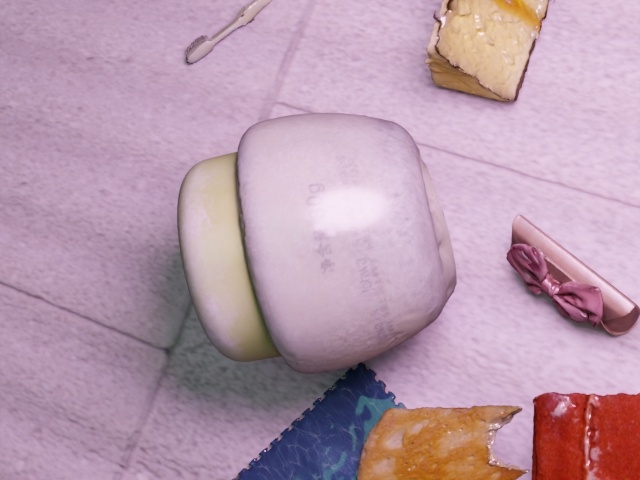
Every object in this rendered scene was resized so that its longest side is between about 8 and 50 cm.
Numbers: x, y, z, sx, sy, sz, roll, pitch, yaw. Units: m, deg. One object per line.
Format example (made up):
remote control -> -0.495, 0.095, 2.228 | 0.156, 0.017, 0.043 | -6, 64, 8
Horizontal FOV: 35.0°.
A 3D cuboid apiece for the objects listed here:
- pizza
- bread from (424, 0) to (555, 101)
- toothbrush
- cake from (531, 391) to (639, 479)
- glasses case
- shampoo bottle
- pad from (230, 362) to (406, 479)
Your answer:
pizza -> 0.148, 0.274, 1.259 | 0.262, 0.034, 0.181 | -34, 57, 25
bread -> 0.226, -0.330, 1.382 | 0.178, 0.142, 0.266 | 23, 81, -19
toothbrush -> -0.090, -0.364, 1.543 | 0.294, 0.026, 0.028 | -35, 53, 8
cake -> 0.368, 0.247, 1.130 | 0.283, 0.177, 0.150 | -12, 71, 46
glasses case -> 0.302, 0.051, 1.268 | 0.193, 0.102, 0.070 | 41, 98, 22
shampoo bottle -> 0.000, 0.000, 1.262 | 0.317, 0.322, 0.322 | -13, 73, 9
pad -> 0.043, 0.339, 1.331 | 0.269, 0.012, 0.269 | -45, 67, 3
